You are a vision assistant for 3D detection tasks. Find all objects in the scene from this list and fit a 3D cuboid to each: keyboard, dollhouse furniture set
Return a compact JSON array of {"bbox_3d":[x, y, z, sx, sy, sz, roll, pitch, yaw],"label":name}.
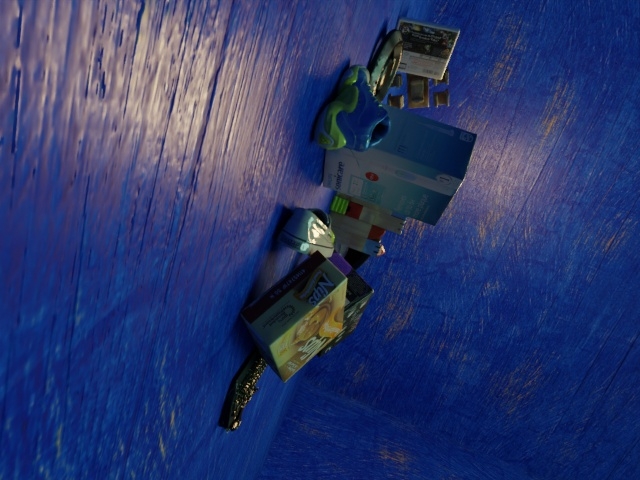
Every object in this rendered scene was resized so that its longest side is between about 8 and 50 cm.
[{"bbox_3d":[-0.159,0.328,1.060,0.317,0.033,0.201,-51,161,-68],"label":"keyboard"},{"bbox_3d":[0.343,-0.598,1.578,0.161,0.212,0.242,-69,154,-55],"label":"dollhouse furniture set"}]

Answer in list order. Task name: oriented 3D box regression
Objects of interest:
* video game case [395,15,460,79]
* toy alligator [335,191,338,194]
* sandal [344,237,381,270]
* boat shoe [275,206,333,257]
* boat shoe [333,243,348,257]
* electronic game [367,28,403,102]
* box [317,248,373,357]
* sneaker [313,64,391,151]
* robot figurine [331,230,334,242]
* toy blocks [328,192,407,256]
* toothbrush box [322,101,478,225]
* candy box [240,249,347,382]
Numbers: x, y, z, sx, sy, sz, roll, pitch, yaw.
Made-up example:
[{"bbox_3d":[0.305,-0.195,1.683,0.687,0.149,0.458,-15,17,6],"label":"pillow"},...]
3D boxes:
[{"bbox_3d":[0.321,-0.610,1.422,0.173,0.191,0.022,101,1,-54],"label":"video game case"},{"bbox_3d":[0.091,-0.219,1.345,0.189,0.051,0.056,-46,-178,23],"label":"toy alligator"},{"bbox_3d":[0.094,0.060,1.798,0.167,0.107,0.446,-56,-170,-25],"label":"sandal"},{"bbox_3d":[-0.018,-0.023,0.907,0.088,0.096,0.267,-65,165,4],"label":"boat shoe"},{"bbox_3d":[0.041,0.067,1.667,0.081,0.079,0.227,-37,150,-53],"label":"boat shoe"},{"bbox_3d":[0.166,-0.461,1.225,0.229,0.048,0.229,-59,167,-21],"label":"electronic game"},{"bbox_3d":[0.015,0.180,1.229,0.143,0.165,0.270,-31,156,-26],"label":"box"},{"bbox_3d":[0.080,-0.243,0.851,0.091,0.126,0.240,101,12,-55],"label":"sneaker"},{"bbox_3d":[0.000,0.000,1.194,0.115,0.067,0.101,-52,150,-69],"label":"robot figurine"},{"bbox_3d":[0.176,-0.101,1.475,0.191,0.261,0.381,-11,121,-82],"label":"toy blocks"},{"bbox_3d":[0.165,-0.177,1.008,0.216,0.296,0.126,98,15,-66],"label":"toothbrush box"},{"bbox_3d":[-0.043,0.168,0.902,0.183,0.087,0.316,-38,159,-18],"label":"candy box"}]
